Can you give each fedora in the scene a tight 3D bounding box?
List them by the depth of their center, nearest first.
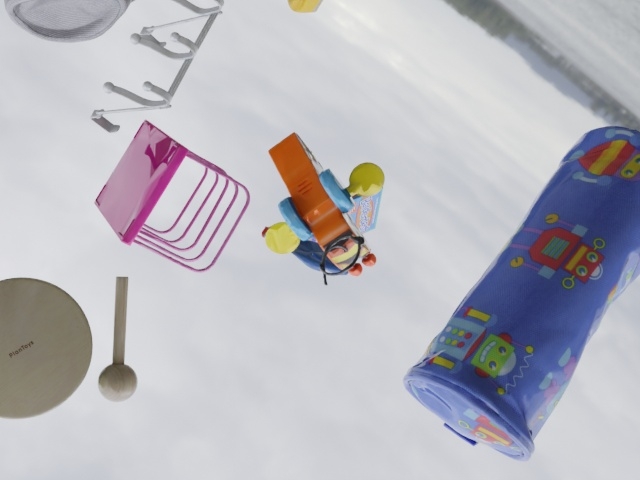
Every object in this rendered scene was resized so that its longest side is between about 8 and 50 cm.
[{"bbox_3d":[-0.389,-0.400,1.402,0.244,0.275,0.124,72,-168,-65],"label":"fedora"}]

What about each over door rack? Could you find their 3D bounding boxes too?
[{"bbox_3d":[-0.332,-0.346,1.689,0.108,0.239,0.324,35,160,-27],"label":"over door rack"}]

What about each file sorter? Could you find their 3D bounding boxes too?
[{"bbox_3d":[-0.287,-0.083,1.728,0.182,0.202,0.290,30,-178,-29],"label":"file sorter"}]

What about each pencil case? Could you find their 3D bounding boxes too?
[{"bbox_3d":[0.198,0.042,0.754,0.119,0.306,0.133,31,158,24],"label":"pencil case"}]

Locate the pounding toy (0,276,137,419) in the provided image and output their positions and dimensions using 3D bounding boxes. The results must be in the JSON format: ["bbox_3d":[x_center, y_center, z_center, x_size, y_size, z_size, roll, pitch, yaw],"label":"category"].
[{"bbox_3d":[-0.371,0.144,1.200,0.237,0.183,0.110,-4,171,-12],"label":"pounding toy"}]

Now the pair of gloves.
[{"bbox_3d":[0.000,0.000,1.446,0.159,0.023,0.198,27,-157,11],"label":"pair of gloves"}]

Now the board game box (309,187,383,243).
[{"bbox_3d":[0.056,-0.061,2.293,0.210,0.160,0.047,-24,-125,-24],"label":"board game box"}]

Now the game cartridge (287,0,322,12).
[{"bbox_3d":[-0.003,-0.544,1.289,0.052,0.324,0.285,-7,-113,-27],"label":"game cartridge"}]

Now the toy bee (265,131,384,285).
[{"bbox_3d":[0.008,-0.018,1.319,0.162,0.195,0.298,47,-146,-45],"label":"toy bee"}]
